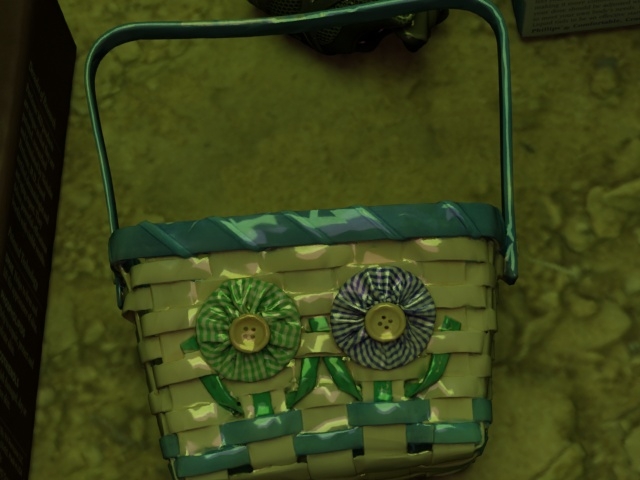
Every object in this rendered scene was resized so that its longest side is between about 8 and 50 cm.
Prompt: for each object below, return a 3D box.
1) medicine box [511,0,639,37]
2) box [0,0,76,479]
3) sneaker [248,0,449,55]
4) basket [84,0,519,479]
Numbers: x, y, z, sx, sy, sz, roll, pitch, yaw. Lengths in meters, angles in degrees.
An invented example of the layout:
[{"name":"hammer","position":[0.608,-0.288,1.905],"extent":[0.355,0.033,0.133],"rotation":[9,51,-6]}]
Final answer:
[{"name":"medicine box","position":[0.184,-0.318,1.138],"extent":[0.149,0.289,0.263],"rotation":[-8,65,-1]},{"name":"box","position":[-0.270,0.008,1.100],"extent":[0.191,0.143,0.381],"rotation":[0,64,3]},{"name":"sneaker","position":[0.060,-0.212,1.176],"extent":[0.130,0.087,0.227],"rotation":[42,107,11]},{"name":"basket","position":[0.000,0.000,1.051],"extent":[0.255,0.201,0.288],"rotation":[-8,75,1]}]
